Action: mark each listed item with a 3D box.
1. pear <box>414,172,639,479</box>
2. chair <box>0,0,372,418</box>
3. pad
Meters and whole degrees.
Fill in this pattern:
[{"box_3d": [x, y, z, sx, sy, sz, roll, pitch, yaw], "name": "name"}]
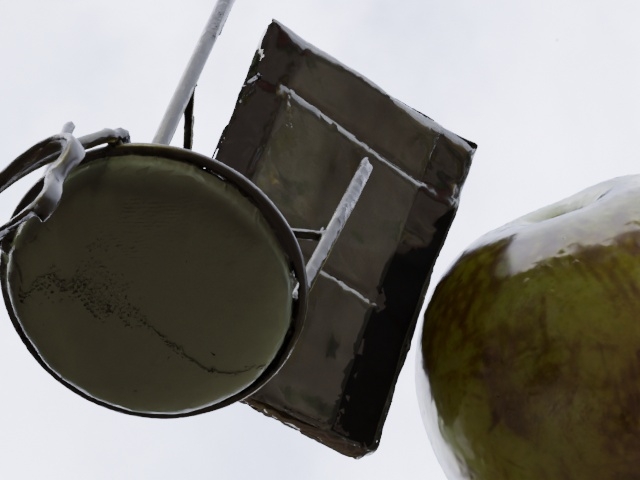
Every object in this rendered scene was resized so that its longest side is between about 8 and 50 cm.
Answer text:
[{"box_3d": [0.199, 0.096, 1.007, 0.283, 0.283, 0.284, 1, -83, 8], "name": "pear"}, {"box_3d": [-0.087, 0.013, 0.742, 0.159, 0.326, 0.170, -36, -74, 22], "name": "chair"}, {"box_3d": [0.000, 0.000, 0.977, 0.174, 0.022, 0.233, 30, -113, -20], "name": "pad"}]
